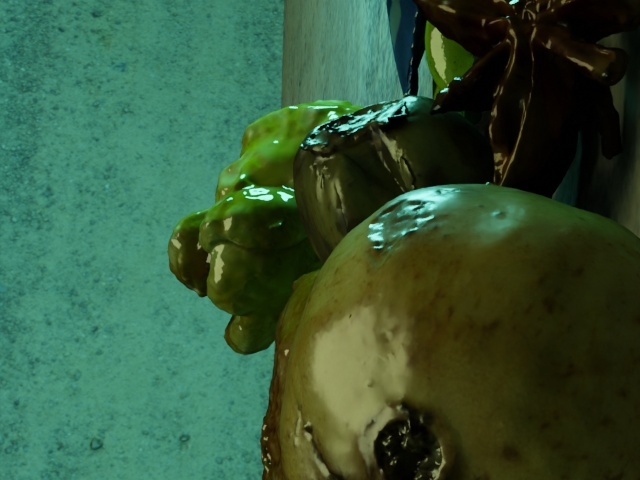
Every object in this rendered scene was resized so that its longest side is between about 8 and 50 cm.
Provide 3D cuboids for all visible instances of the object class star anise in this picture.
[{"bbox_3d":[0.153,-0.145,1.214,0.196,0.111,0.212,46,116,39],"label":"star anise"}]

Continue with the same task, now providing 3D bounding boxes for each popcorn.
[{"bbox_3d":[-0.004,0.005,1.820,0.225,0.276,0.276,94,178,-61],"label":"popcorn"}]

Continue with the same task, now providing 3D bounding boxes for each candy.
[{"bbox_3d":[0.104,-0.308,1.928,0.331,0.077,0.187,-81,-4,-46],"label":"candy"}]

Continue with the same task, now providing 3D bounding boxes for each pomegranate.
[{"bbox_3d":[0.096,0.094,1.045,0.260,0.260,0.260,-175,90,-83],"label":"pomegranate"}]

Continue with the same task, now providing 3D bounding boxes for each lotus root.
[{"bbox_3d":[0.085,0.029,1.286,0.275,0.152,0.160,69,169,-14],"label":"lotus root"}]

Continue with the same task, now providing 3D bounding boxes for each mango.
[{"bbox_3d":[0.131,-0.171,1.647,0.056,0.073,0.108,35,-137,-65],"label":"mango"}]

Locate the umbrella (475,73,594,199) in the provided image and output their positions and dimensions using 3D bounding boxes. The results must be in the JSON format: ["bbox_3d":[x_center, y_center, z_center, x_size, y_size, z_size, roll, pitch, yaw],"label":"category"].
[{"bbox_3d":[0.138,-0.016,1.386,0.090,0.094,0.326,37,134,28],"label":"umbrella"}]

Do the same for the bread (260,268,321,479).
[{"bbox_3d":[0.047,0.206,1.580,0.179,0.194,0.340,-140,53,-75],"label":"bread"}]

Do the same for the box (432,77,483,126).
[{"bbox_3d":[0.134,-0.138,1.740,0.132,0.034,0.235,108,166,-60],"label":"box"}]

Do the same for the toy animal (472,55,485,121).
[{"bbox_3d":[0.129,-0.223,1.500,0.197,0.272,0.160,-40,8,24],"label":"toy animal"}]
